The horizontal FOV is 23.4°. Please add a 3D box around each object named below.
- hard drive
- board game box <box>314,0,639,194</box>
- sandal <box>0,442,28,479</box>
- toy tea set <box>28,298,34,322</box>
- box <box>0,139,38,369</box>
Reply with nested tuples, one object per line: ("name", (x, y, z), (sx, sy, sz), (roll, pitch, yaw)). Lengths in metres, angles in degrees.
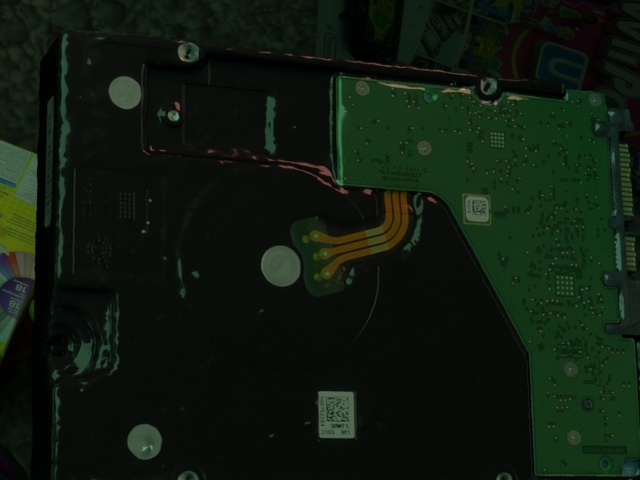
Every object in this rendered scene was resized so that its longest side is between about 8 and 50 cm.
("hard drive", (0.017, 0.022, 0.832), (0.338, 0.064, 0.237), (3, 78, -21))
("board game box", (0.154, -0.155, 0.957), (0.303, 0.224, 0.097), (21, 57, 12))
("sandal", (-0.252, 0.102, 0.790), (0.445, 0.167, 0.107), (39, 89, 21))
("toy tea set", (0.000, 0.000, 0.906), (0.200, 0.124, 0.336), (34, 62, 18))
("box", (-0.216, 0.013, 0.906), (0.105, 0.043, 0.179), (21, 44, -6))
